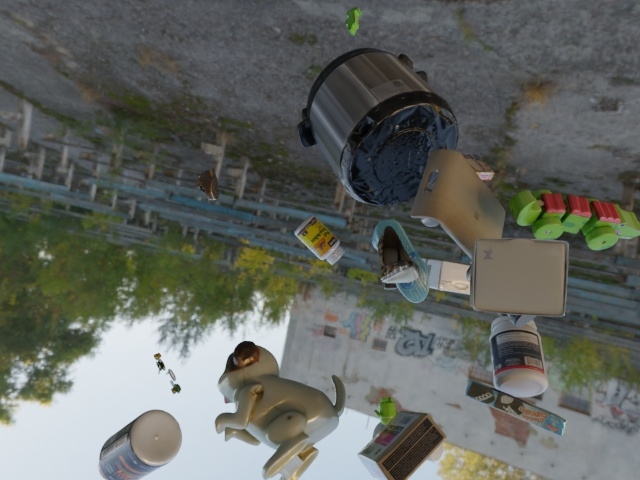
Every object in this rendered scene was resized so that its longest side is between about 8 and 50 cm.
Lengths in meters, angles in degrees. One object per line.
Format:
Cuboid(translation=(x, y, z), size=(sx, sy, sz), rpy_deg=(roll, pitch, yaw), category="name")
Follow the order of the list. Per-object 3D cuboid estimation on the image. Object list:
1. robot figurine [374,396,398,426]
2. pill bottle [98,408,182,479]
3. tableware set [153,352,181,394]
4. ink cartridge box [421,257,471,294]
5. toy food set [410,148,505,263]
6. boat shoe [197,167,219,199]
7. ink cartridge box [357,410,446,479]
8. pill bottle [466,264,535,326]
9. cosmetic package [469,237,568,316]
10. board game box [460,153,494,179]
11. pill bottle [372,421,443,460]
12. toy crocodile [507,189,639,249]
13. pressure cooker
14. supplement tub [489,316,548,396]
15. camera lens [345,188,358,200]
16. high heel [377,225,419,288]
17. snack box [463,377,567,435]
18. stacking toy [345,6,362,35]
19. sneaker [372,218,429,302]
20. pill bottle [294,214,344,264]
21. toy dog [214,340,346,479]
Cuboid(translation=(0.273, 0.700, 1.963), size=(0.101, 0.115, 0.067), rpy_deg=(8, 155, -24), category="robot figurine")
Cuboid(translation=(-0.453, 0.515, 1.178), size=(0.130, 0.131, 0.245), rpy_deg=(12, 139, -43), category="pill bottle")
Cuboid(translation=(-0.517, 0.448, 1.616), size=(0.024, 0.154, 0.104), rpy_deg=(-27, 175, -35), category="tableware set")
Cuboid(translation=(0.496, 0.140, 1.934), size=(0.198, 0.115, 0.273), rpy_deg=(9, 179, -16), category="ink cartridge box")
Cuboid(translation=(0.353, -0.053, 1.211), size=(0.092, 0.220, 0.306), rpy_deg=(-15, 132, 47), category="toy food set")
Cuboid(translation=(-0.364, -0.176, 1.557), size=(0.060, 0.064, 0.178), rpy_deg=(-15, -147, -5), category="boat shoe")
Cuboid(translation=(0.218, 0.572, 1.338), size=(0.088, 0.193, 0.235), rpy_deg=(50, 161, 8), category="ink cartridge box")
Cuboid(translation=(0.559, 0.151, 1.472), size=(0.122, 0.123, 0.219), rpy_deg=(12, -148, -42), category="pill bottle")
Cuboid(translation=(0.370, 0.075, 0.937), size=(0.153, 0.129, 0.296), rpy_deg=(3, 174, 18), category="cosmetic package")
Cuboid(translation=(0.653, -0.328, 2.146), size=(0.193, 0.045, 0.147), rpy_deg=(-3, -137, -23), category="board game box")
Cuboid(translation=(0.362, 0.837, 1.998), size=(0.152, 0.152, 0.272), rpy_deg=(12, 161, -42), category="pill bottle")
Cuboid(translation=(0.607, -0.061, 1.148), size=(0.340, 0.115, 0.105), rpy_deg=(9, 143, -5), category="toy crocodile")
Cuboid(translation=(0.163, -0.360, 1.437), size=(0.369, 0.376, 0.420), rpy_deg=(8, -142, -36), category="pressure cooker")
Cuboid(translation=(0.758, 0.444, 1.861), size=(0.191, 0.272, 0.191), rpy_deg=(6, 139, 6), category="supplement tub")
Cuboid(translation=(0.210, -0.246, 1.811), size=(0.219, 0.220, 0.274), rpy_deg=(12, -174, 17), category="camera lens")
Cuboid(translation=(0.205, 0.025, 1.313), size=(0.093, 0.186, 0.261), rpy_deg=(0, 166, -5), category="high heel")
Cuboid(translation=(0.669, 0.575, 1.689), size=(0.321, 0.060, 0.187), rpy_deg=(20, 174, 18), category="snack box")
Cuboid(translation=(0.045, -0.542, 0.930), size=(0.052, 0.221, 0.167), rpy_deg=(-5, 158, 32), category="stacking toy")
Cuboid(translation=(0.292, 0.071, 1.779), size=(0.127, 0.319, 0.208), rpy_deg=(-23, 180, -1), category="sneaker")
Cuboid(translation=(0.000, 0.000, 2.054), size=(0.215, 0.117, 0.117), rpy_deg=(44, 177, -4), category="pill bottle")
Cuboid(translation=(-0.163, 0.504, 1.538), size=(0.408, 0.395, 0.284), rpy_deg=(38, 168, 30), category="toy dog")
